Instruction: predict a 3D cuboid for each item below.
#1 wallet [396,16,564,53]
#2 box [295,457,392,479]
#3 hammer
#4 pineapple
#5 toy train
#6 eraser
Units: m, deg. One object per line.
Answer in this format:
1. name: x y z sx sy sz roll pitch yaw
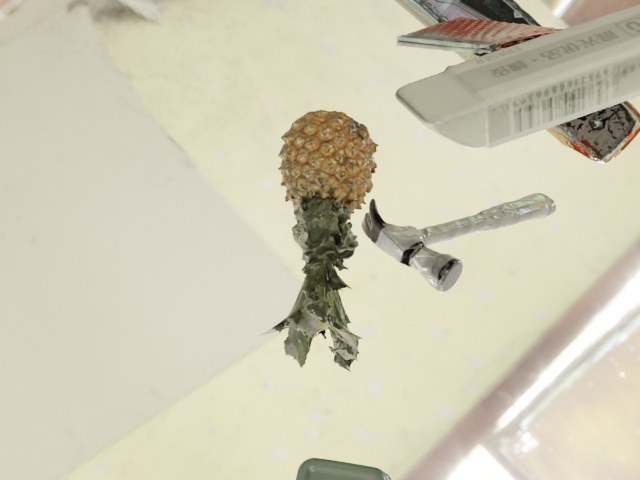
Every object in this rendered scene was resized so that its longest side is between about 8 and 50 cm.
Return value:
1. wallet: 0.178 -0.233 1.277 0.103 0.020 0.196 -19 -160 -22
2. box: 0.013 0.256 0.986 0.031 0.091 0.126 79 21 -64
3. hammer: 0.209 -0.017 1.458 0.427 0.152 0.044 -11 129 -52
4. pineapple: 0.000 0.000 1.219 0.130 0.119 0.277 136 -36 -54
5. toy train: 0.226 -0.251 1.422 0.086 0.409 0.089 -49 177 -3
6. eraser: 0.248 -0.166 1.120 0.352 0.089 0.061 -20 127 -13
